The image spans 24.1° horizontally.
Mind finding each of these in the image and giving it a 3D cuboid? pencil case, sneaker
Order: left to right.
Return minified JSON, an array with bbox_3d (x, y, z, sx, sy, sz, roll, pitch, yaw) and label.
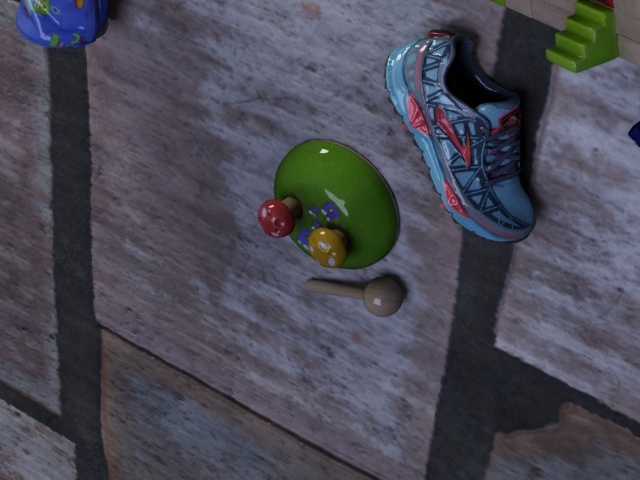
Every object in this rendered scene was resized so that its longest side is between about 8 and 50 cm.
[{"bbox_3d":[-0.316,-0.380,1.884,0.133,0.119,0.306,46,142,29],"label":"pencil case"},{"bbox_3d":[0.176,-0.114,1.676,0.125,0.104,0.262,-24,103,45],"label":"sneaker"}]

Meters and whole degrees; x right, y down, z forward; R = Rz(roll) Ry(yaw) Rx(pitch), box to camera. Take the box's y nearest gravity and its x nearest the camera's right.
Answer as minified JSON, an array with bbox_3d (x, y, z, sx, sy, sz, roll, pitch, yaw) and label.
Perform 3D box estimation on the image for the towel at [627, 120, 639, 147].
[{"bbox_3d":[0.435,-0.026,1.469,0.076,0.227,0.308,-44,87,9],"label":"towel"}]

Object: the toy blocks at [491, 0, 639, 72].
[{"bbox_3d":[0.271,-0.312,1.358,0.381,0.191,0.261,40,147,55],"label":"toy blocks"}]

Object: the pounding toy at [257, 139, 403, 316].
[{"bbox_3d":[0.000,0.000,1.905,0.183,0.110,0.237,9,125,37],"label":"pounding toy"}]
